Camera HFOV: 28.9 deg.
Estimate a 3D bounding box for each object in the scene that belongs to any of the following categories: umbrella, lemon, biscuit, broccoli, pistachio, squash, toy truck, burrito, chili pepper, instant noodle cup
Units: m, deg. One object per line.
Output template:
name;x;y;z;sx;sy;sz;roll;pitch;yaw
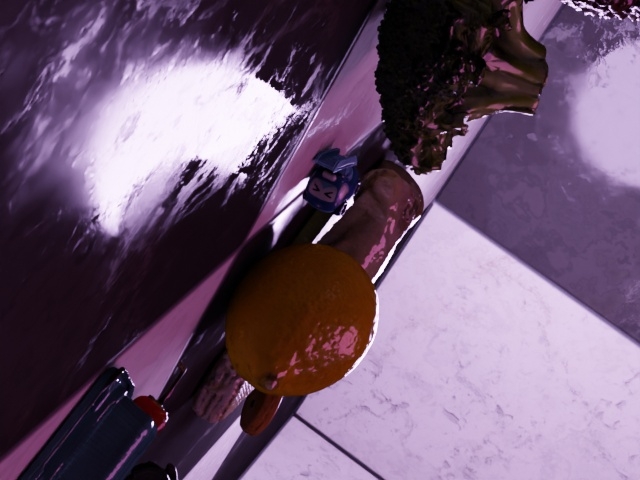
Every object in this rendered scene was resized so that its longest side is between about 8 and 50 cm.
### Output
umbrella;-0.244;0.362;1.746;0.090;0.094;0.326;-6;161;-11
lemon;-0.025;0.098;1.541;0.244;0.187;0.187;-48;171;-44
biscuit;-0.106;0.180;1.879;0.108;0.062;0.239;-58;173;30
broccoli;0.139;-0.187;1.255;0.176;0.226;0.198;-10;169;-3
pistachio;0.112;-0.069;2.001;0.108;0.126;0.185;-12;-175;11
squash;-0.004;-0.003;1.806;0.219;0.041;0.219;-51;168;-15
toy truck;0.014;-0.079;1.490;0.073;0.056;0.090;-56;161;-27
biscuit;-0.053;0.177;2.054;0.324;0.049;0.205;-62;-164;9
burrito;0.025;0.048;1.730;0.347;0.107;0.175;-54;155;-5
chili pepper;-0.236;0.241;1.387;0.268;0.059;0.050;-49;134;-15
instant noodle cup;-0.228;0.219;1.235;0.179;0.070;0.157;-54;175;-13

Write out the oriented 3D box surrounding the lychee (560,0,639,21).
lychee;0.401;-0.406;1.624;0.300;0.264;0.264;-63;179;-31
